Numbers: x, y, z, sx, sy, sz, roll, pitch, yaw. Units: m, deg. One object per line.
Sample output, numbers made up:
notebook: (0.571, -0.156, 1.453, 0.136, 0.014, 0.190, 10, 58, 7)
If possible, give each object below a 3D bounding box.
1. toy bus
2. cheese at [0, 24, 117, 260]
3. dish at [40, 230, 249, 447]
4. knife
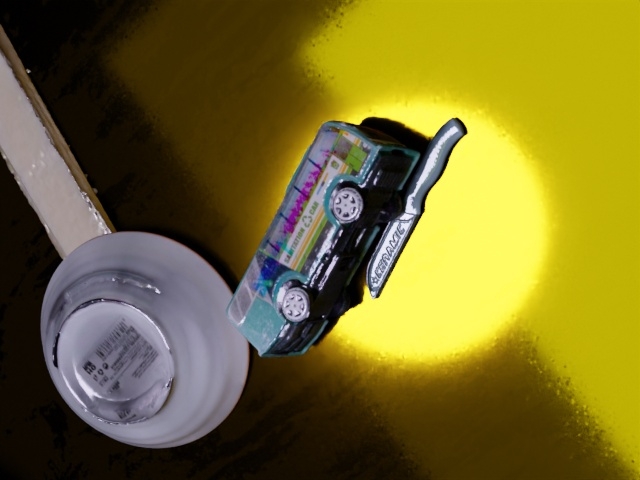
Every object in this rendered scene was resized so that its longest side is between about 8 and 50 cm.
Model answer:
toy bus: (0.000, 0.000, 1.206, 0.109, 0.091, 0.262, 39, 109, 31)
cheese: (-0.346, -0.130, 1.365, 0.085, 0.034, 0.400, -34, 84, 28)
dish: (-0.215, 0.124, 1.302, 0.260, 0.085, 0.260, 4, 105, 16)
knife: (0.092, -0.032, 1.207, 0.028, 0.015, 0.210, 30, 108, 10)
